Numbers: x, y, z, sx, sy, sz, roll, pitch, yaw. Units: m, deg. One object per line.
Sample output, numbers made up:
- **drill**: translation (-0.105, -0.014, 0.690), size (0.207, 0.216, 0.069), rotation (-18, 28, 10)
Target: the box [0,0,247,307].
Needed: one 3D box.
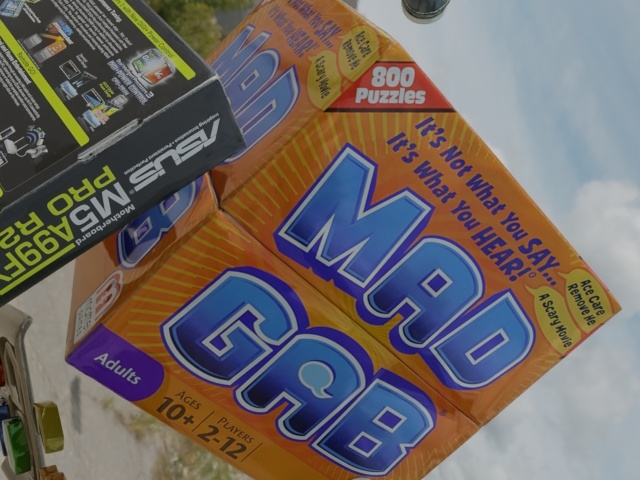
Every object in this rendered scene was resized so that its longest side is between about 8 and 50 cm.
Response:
- **box**: translation (-0.206, -0.091, 0.461), size (0.270, 0.216, 0.060), rotation (46, -15, 33)

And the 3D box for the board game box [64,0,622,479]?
- **board game box**: translation (0.000, 0.000, 0.789), size (0.356, 0.356, 0.356), rotation (42, 10, -29)

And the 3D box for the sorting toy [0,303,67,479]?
- **sorting toy**: translation (-0.357, 0.199, 0.882), size (0.307, 0.041, 0.229), rotation (4, -81, 58)

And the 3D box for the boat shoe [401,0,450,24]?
- **boat shoe**: translation (0.177, -0.533, 1.271), size (0.099, 0.116, 0.320), rotation (61, 28, -79)
